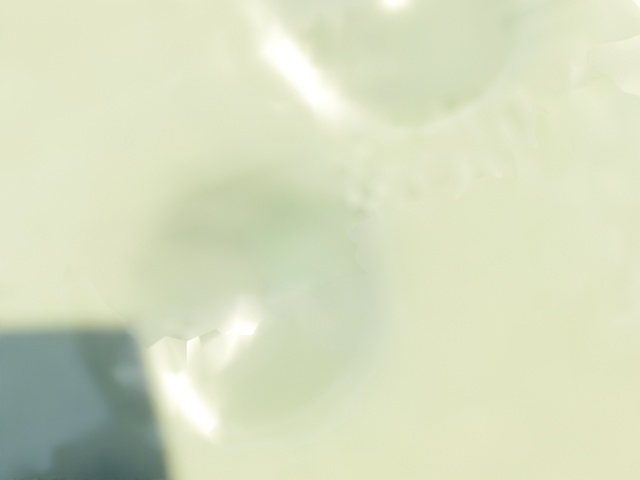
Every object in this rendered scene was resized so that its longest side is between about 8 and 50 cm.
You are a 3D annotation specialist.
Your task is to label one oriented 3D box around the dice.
[{"bbox_3d":[0.000,0.000,0.560,0.268,0.262,0.264,-18,-178,8],"label":"dice"}]
